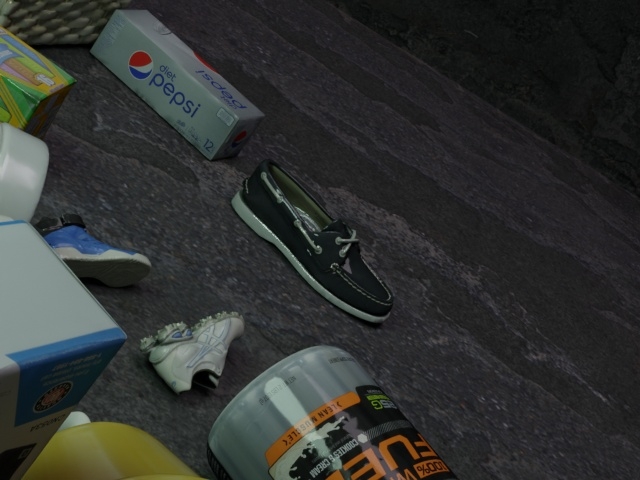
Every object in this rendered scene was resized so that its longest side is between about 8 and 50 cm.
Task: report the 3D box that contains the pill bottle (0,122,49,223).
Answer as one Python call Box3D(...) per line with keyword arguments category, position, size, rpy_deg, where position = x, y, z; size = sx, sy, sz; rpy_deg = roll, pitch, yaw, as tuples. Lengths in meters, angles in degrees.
Box3D(category="pill bottle", position=(-0.467, -0.093, 1.222), size=(0.361, 0.204, 0.204), rpy_deg=(26, 25, -26))

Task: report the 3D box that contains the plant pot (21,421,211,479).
Box3D(category="plant pot", position=(-0.152, 0.264, 0.954), size=(0.254, 0.254, 0.239), rpy_deg=(23, 11, -29))

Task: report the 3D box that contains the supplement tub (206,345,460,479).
Box3D(category="supplement tub", position=(0.044, 0.275, 1.255), size=(0.316, 0.193, 0.193), rpy_deg=(48, 25, 26))

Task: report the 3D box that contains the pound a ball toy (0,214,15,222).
Box3D(category="pound a ball toy", position=(-0.441, 0.009, 1.044), size=(0.319, 0.208, 0.135), rpy_deg=(10, 79, -52))

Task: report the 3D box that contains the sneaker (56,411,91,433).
Box3D(category="sneaker", position=(-0.345, 0.136, 1.058), size=(0.321, 0.127, 0.126), rpy_deg=(26, 25, -20))

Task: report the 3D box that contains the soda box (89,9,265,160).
Box3D(category="soda box", position=(-0.233, -0.256, 2.034), size=(0.286, 0.091, 0.098), rpy_deg=(42, 23, 13))

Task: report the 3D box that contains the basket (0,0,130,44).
Box3D(category="basket", position=(-0.432, -0.497, 1.914), size=(0.266, 0.328, 0.331), rpy_deg=(44, 23, 13))

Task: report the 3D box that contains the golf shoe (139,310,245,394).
Box3D(category="golf shoe", position=(-0.138, 0.136, 1.463), size=(0.176, 0.069, 0.086), rpy_deg=(-14, 74, -58))

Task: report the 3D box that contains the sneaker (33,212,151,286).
Box3D(category="sneaker", position=(-0.276, 0.007, 1.495), size=(0.152, 0.058, 0.084), rpy_deg=(5, 46, -42))

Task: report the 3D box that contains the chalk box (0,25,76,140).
Box3D(category="chalk box", position=(-0.443, -0.198, 1.563), size=(0.213, 0.132, 0.132), rpy_deg=(34, 22, -2))

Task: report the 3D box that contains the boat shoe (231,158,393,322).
Box3D(category="boat shoe", position=(0.000, 0.000, 1.865), size=(0.302, 0.091, 0.114), rpy_deg=(39, 23, 7))

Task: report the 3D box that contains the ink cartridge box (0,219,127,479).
Box3D(category="ink cartridge box", position=(-0.310, 0.145, 0.848), size=(0.129, 0.307, 0.223), rpy_deg=(45, 24, 16))
